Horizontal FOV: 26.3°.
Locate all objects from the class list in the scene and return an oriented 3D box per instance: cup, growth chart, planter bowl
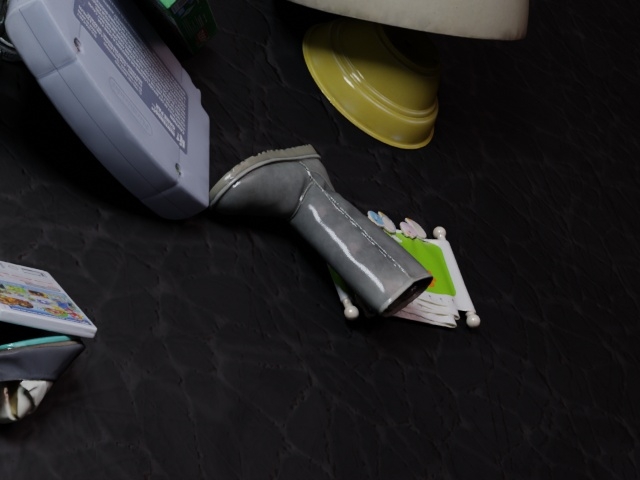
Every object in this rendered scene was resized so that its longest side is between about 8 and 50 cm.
[{"bbox_3d":[0.119,-0.402,1.727,0.331,0.237,0.331,9,16,-3],"label":"cup"},{"bbox_3d":[0.084,0.029,1.558,0.237,0.021,0.172,9,47,-42],"label":"growth chart"},{"bbox_3d":[0.090,-0.229,1.775,0.217,0.090,0.217,28,38,-24],"label":"planter bowl"}]

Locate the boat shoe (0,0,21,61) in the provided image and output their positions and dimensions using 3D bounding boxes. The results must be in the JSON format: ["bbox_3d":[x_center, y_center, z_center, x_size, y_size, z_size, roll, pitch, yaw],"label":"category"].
[{"bbox_3d":[-0.301,-0.276,1.426,0.077,0.070,0.219,25,39,-28],"label":"boat shoe"}]

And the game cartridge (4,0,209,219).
[{"bbox_3d":[-0.200,-0.161,1.328,0.294,0.060,0.196,53,18,-40],"label":"game cartridge"}]

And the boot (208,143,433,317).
[{"bbox_3d":[0.000,-0.001,1.437,0.189,0.076,0.208,-22,72,-45],"label":"boot"}]

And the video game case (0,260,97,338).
[{"bbox_3d":[-0.247,0.045,1.141,0.087,0.011,0.122,16,12,-36],"label":"video game case"}]

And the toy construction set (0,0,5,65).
[{"bbox_3d":[-0.390,-0.220,1.222,0.215,0.151,0.328,3,39,-13],"label":"toy construction set"}]

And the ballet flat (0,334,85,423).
[{"bbox_3d":[-0.265,0.110,1.066,0.203,0.074,0.074,3,52,-53],"label":"ballet flat"}]

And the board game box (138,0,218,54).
[{"bbox_3d":[-0.203,-0.303,1.429,0.213,0.046,0.317,44,-1,0],"label":"board game box"}]
